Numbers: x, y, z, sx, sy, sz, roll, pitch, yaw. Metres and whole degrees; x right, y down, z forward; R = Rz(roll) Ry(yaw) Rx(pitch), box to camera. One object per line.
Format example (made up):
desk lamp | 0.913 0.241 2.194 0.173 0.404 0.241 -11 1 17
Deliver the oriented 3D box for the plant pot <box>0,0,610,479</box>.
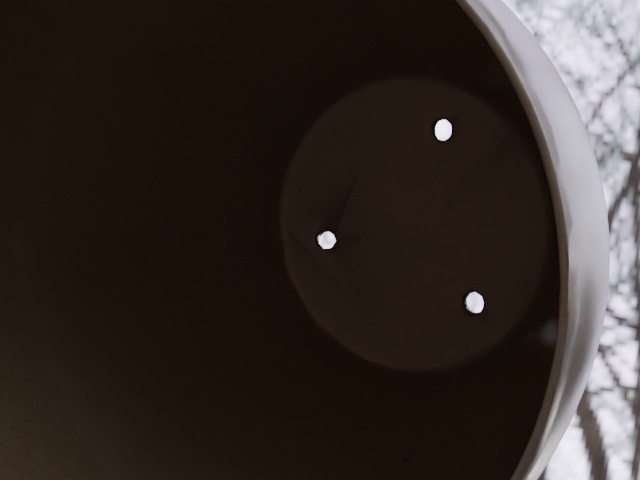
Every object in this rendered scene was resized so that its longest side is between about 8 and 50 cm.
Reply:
plant pot | 0.000 0.000 0.792 0.284 0.191 0.284 3 -83 27
